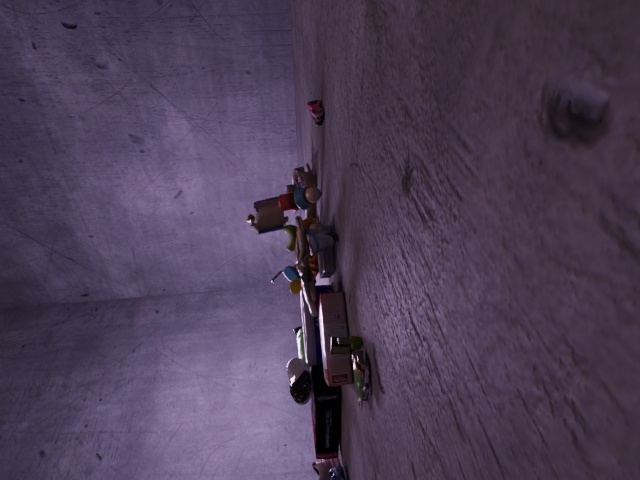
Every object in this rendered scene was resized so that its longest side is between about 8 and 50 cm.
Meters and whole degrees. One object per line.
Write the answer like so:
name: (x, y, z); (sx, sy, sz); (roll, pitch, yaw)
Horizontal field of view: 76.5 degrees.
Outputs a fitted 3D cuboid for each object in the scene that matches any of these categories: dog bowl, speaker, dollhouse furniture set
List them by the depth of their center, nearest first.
dollhouse furniture set: (0.055, 0.247, 0.834); (0.152, 0.058, 0.076); (-99, 10, -74)
dog bowl: (-0.006, 0.284, 1.374); (0.265, 0.104, 0.265); (175, 90, -85)
dollhouse furniture set: (-0.190, -0.203, 1.763); (0.286, 0.303, 0.198); (94, 158, -60)
speaker: (-0.048, 0.575, 2.004); (0.296, 0.131, 0.131); (-100, 7, -49)

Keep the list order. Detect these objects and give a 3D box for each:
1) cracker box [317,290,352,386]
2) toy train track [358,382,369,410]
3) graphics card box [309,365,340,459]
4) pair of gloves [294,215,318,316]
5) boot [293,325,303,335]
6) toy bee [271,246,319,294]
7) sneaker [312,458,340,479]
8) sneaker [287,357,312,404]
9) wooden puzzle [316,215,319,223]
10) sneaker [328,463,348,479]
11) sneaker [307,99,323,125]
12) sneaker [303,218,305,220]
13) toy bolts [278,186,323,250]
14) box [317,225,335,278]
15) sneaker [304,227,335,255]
cracker box: (0.035, 0.262, 1.094); (0.156, 0.067, 0.232); (102, 163, -76)
toy train track: (0.090, 0.310, 0.817); (0.048, 0.014, 0.083); (-89, 5, -45)
graphics card box: (0.013, 0.585, 1.486); (0.233, 0.094, 0.371); (-100, 9, -58)
pair of gloves: (-0.049, 0.074, 1.168); (0.204, 0.042, 0.240); (86, 173, -52)
boot: (-0.065, 0.539, 2.187); (0.219, 0.082, 0.106); (41, -159, -46)
toy bee: (-0.051, 0.129, 1.525); (0.162, 0.195, 0.298); (44, 164, -3)
sneaker: (0.028, 0.933, 1.469); (0.281, 0.115, 0.105); (-103, 10, -60)
sneaker: (-0.063, 0.485, 1.384); (0.086, 0.085, 0.237); (62, 177, -16)
wooden puzzle: (-0.011, -0.073, 1.702); (0.083, 0.006, 0.049); (123, 143, -82)
sneaker: (0.062, 0.771, 1.268); (0.144, 0.059, 0.053); (-119, 26, -73)
sneaker: (-0.012, -0.393, 1.254); (0.119, 0.047, 0.057); (-98, -6, -48)
sneaker: (-0.060, -0.062, 1.909); (0.234, 0.078, 0.106); (-115, 23, -66)
toy bolts: (-0.036, -0.093, 1.542); (0.218, 0.158, 0.229); (-12, -92, -55)
box: (0.015, 0.042, 1.315); (0.186, 0.038, 0.145); (105, 160, -78)
sneaker: (0.000, 0.000, 1.173); (0.191, 0.083, 0.071); (-127, 25, -76)
